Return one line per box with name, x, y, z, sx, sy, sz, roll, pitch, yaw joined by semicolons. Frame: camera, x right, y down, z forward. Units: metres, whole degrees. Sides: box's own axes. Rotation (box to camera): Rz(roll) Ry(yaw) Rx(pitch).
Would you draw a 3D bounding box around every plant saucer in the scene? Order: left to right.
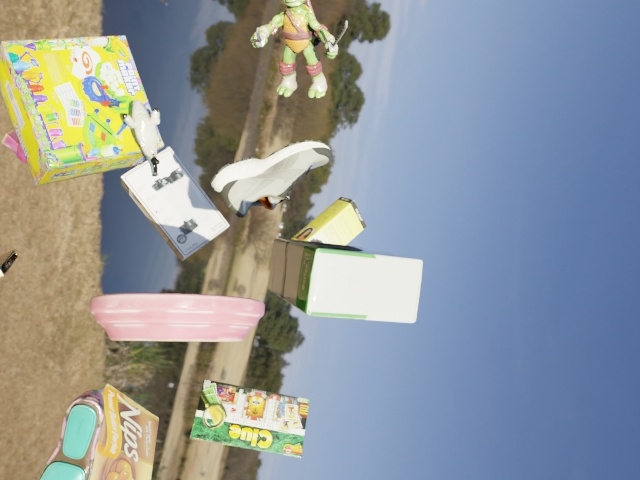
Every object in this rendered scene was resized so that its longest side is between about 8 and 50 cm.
plant saucer;-0.278;0.158;1.039;0.332;0.333;0.084;130;-39;-76

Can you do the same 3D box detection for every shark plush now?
shark plush;-0.363;-0.220;1.125;0.067;0.073;0.161;30;-36;59

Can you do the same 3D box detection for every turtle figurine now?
turtle figurine;-0.064;-0.470;1.327;0.266;0.198;0.274;82;-15;-50

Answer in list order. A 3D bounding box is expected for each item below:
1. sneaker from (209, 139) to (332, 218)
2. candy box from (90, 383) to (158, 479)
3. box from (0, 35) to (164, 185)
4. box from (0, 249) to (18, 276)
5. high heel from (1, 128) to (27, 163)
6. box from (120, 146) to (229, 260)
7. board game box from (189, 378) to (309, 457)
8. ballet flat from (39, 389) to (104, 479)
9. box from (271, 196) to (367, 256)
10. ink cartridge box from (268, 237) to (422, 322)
sneaker;-0.083;-0.123;1.051;0.107;0.272;0.100;62;-32;2
candy box;-0.492;0.516;1.246;0.088;0.183;0.316;-36;-151;9
box;-0.582;-0.317;1.280;0.177;0.279;0.289;-15;-86;52
box;-0.744;0.090;1.094;0.021;0.201;0.164;68;-14;-20
high heel;-0.791;-0.309;1.470;0.244;0.117;0.082;-42;-159;25
box;-0.422;-0.105;1.533;0.169;0.289;0.087;-40;-174;-21
board game box;-0.161;0.418;1.235;0.030;0.260;0.136;122;-21;-61
ballet flat;-0.398;0.347;0.859;0.079;0.077;0.221;-107;-144;-85
box;0.000;0.000;1.247;0.232;0.087;0.058;-42;-147;-18
ink cartridge box;0.024;0.051;0.745;0.208;0.153;0.086;-169;-94;-69
